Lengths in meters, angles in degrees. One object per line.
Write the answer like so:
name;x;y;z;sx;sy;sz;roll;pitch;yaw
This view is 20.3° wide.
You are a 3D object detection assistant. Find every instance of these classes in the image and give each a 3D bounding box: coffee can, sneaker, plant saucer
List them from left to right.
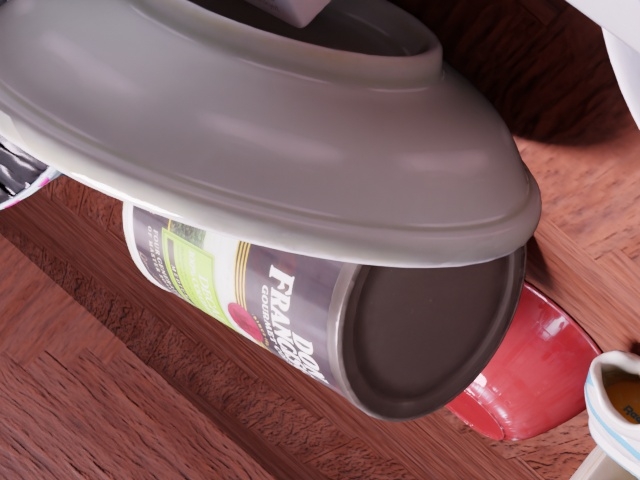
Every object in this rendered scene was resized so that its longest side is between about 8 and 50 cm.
plant saucer;-0.034;-0.112;1.171;0.400;0.100;0.400;16;-160;-6
coffee can;0.000;0.000;1.453;0.275;0.201;0.201;28;159;43
sneaker;0.300;0.167;1.401;0.229;0.087;0.092;29;158;32

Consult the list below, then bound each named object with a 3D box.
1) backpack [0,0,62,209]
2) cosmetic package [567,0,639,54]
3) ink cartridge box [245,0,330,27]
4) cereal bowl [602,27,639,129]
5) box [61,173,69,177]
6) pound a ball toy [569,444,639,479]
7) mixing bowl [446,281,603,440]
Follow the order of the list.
backpack;-0.261;-0.158;1.383;0.225;0.191;0.253;-31;91;40
cosmetic package;0.231;-0.167;0.214;0.329;0.327;0.393;38;165;13
ink cartridge box;-0.088;-0.287;1.033;0.211;0.121;0.289;31;162;33
cereal bowl;0.278;-0.060;0.705;0.339;0.141;0.339;43;164;15
box;-0.254;-0.178;1.687;0.395;0.097;0.318;13;151;43
pound a ball toy;0.286;0.314;1.600;0.319;0.208;0.136;50;162;-31
mixing bowl;0.155;0.109;1.569;0.181;0.098;0.181;39;164;13
